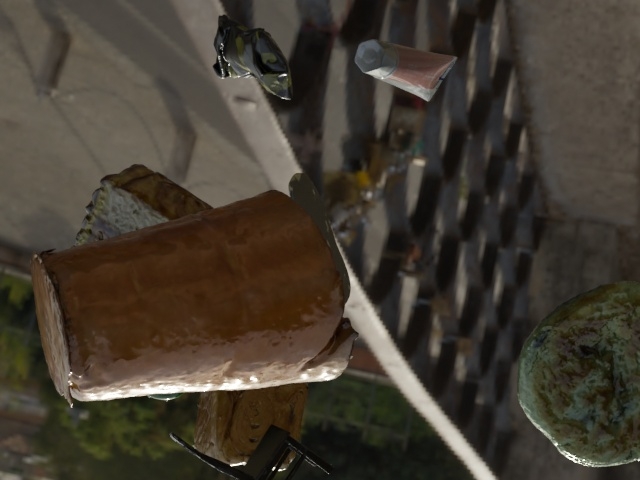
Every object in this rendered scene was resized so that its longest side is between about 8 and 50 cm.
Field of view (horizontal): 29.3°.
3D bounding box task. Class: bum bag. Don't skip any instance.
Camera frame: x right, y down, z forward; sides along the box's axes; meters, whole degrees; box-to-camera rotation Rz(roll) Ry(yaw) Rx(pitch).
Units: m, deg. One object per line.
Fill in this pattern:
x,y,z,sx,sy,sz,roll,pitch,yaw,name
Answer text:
-0.099,-0.264,1.756,0.232,0.060,0.107,28,143,58,bum bag

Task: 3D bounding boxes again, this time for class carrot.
-0.123,0.070,1.104,0.254,0.196,0.196,-14,173,-25,carrot

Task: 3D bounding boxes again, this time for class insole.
0.000,0.000,1.899,0.011,0.081,0.248,-3,126,28,insole

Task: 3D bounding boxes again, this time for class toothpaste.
0.106,-0.208,1.472,0.043,0.067,0.194,40,-162,26,toothpaste

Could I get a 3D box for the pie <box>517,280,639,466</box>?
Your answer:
0.350,0.160,1.453,0.240,0.241,0.054,16,-170,-10,pie

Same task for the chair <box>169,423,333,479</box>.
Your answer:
-0.099,0.291,1.703,0.212,0.101,0.084,39,166,-14,chair

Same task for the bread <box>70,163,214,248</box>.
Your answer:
-0.192,0.020,1.512,0.222,0.096,0.181,32,122,15,bread

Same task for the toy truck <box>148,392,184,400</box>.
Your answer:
-0.220,0.111,1.782,0.101,0.125,0.243,6,121,-7,toy truck

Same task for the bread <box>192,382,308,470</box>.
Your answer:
-0.111,0.281,1.922,0.149,0.158,0.143,7,166,-18,bread
